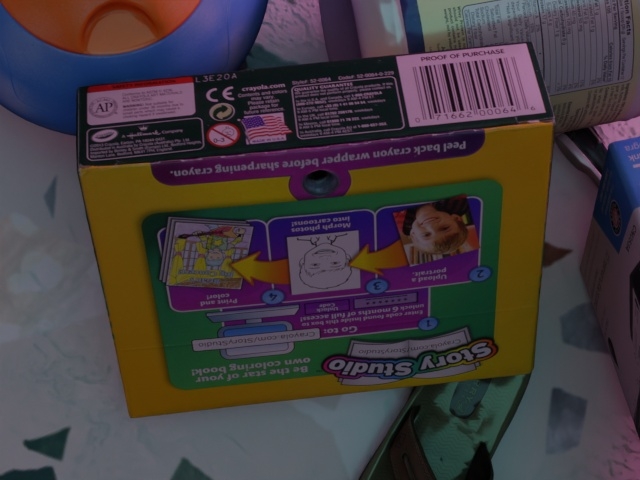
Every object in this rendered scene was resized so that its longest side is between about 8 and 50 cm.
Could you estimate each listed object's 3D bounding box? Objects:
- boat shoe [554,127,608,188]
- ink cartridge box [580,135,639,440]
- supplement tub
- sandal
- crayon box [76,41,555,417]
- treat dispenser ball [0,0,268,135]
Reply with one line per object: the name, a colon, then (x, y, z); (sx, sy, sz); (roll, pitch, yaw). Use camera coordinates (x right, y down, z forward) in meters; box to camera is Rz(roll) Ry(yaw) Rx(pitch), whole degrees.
boat shoe: (0.274, -0.061, 1.507); (0.038, 0.046, 0.125); (-41, 83, -3)
ink cartridge box: (0.334, 0.088, 1.356); (0.129, 0.223, 0.307); (-11, 59, -6)
supplement tub: (0.175, -0.206, 1.410); (0.324, 0.235, 0.235); (-12, 87, -7)
sandal: (0.107, 0.204, 1.445); (0.120, 0.086, 0.303); (23, 81, -9)
crayon box: (0.000, 0.000, 1.333); (0.363, 0.313, 0.106); (-6, 48, -2)
treat dispenser ball: (-0.185, -0.230, 1.346); (0.288, 0.288, 0.288); (0, 86, -6)
